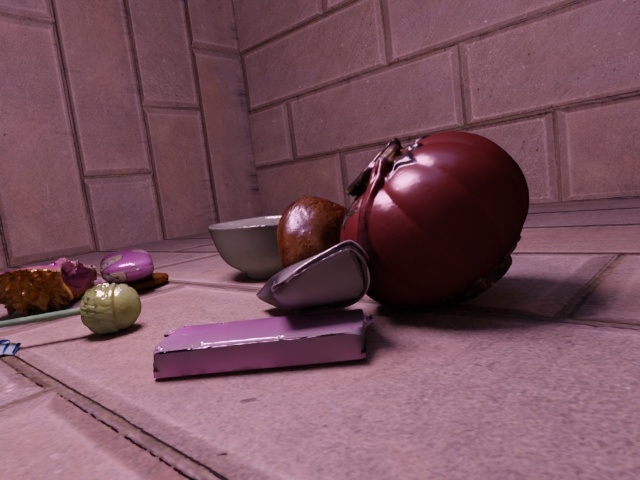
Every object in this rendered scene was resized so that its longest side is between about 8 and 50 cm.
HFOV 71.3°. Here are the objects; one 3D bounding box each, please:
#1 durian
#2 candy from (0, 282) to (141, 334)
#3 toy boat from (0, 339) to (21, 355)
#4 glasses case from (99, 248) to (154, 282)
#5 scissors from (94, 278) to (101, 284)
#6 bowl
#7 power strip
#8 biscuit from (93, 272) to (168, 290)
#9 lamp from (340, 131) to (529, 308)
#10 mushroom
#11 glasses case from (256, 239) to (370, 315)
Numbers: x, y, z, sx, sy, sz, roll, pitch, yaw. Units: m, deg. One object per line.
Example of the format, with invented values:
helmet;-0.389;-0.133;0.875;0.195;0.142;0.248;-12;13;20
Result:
durian;-0.640;0.116;1.037;0.191;0.112;0.341;-18;1;-16
candy;-0.478;0.132;0.747;0.336;0.092;0.093;-7;34;-11
toy boat;-0.620;0.188;0.664;0.291;0.066;0.221;2;1;-34
glasses case;-0.518;0.065;1.195;0.123;0.075;0.316;-9;6;-23
scissors;-0.765;0.138;1.313;0.212;0.021;0.110;-8;10;-6
bowl;-0.134;0.017;1.145;0.290;0.146;0.289;-5;7;1
power strip;-0.071;0.127;0.566;0.279;0.037;0.109;-7;6;5
biscuit;-0.503;0.116;1.196;0.188;0.027;0.188;-8;5;1
lamp;0.168;-0.031;0.696;0.303;0.257;0.303;-45;1;1
mushroom;0.013;-0.002;0.948;0.138;0.194;0.231;-4;18;33
glasses case;-0.021;0.075;0.678;0.128;0.083;0.308;-22;-4;-14
